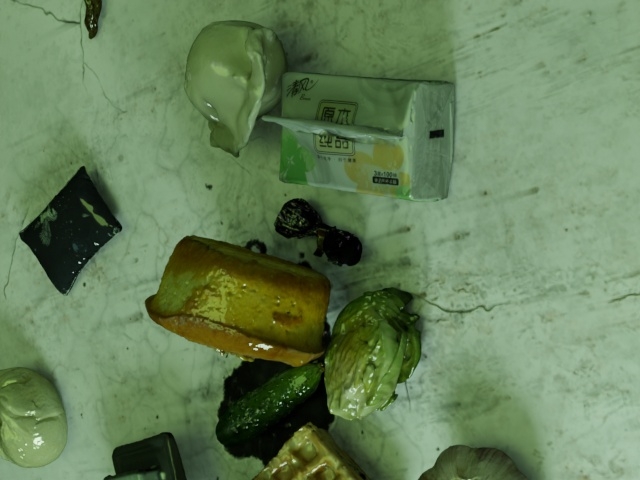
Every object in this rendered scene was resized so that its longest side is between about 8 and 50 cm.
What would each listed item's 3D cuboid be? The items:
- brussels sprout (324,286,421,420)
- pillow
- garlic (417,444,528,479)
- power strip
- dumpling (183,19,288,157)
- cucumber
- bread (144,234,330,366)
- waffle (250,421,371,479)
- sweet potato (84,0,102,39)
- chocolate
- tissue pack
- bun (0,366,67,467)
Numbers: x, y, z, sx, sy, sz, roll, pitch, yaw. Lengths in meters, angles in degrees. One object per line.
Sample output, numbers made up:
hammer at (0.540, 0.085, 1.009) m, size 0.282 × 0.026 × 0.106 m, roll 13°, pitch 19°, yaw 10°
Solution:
brussels sprout at (0.068, 0.157, 1.762) m, size 0.139 × 0.100 × 0.181 m, roll 32°, pitch 115°, yaw 43°
pillow at (-0.419, -0.016, 2.165) m, size 0.208 × 0.055 × 0.141 m, roll -45°, pitch 76°, yaw 34°
garlic at (0.203, 0.337, 1.669) m, size 0.159 × 0.102 × 0.147 m, roll 25°, pitch 97°, yaw 22°
power strip at (-0.279, 0.443, 2.039) m, size 0.251 × 0.092 × 0.257 m, roll -24°, pitch 75°, yaw 51°
dumpling at (-0.119, -0.212, 1.818) m, size 0.258 × 0.147 × 0.193 m, roll 154°, pitch 122°, yaw -69°
cucumber at (-0.074, 0.238, 1.906) m, size 0.227 × 0.069 × 0.069 m, roll -38°, pitch 71°, yaw 32°
bread at (-0.103, 0.084, 1.805) m, size 0.268 × 0.268 × 0.145 m, roll 20°, pitch 96°, yaw 36°
waffle at (-0.047, 0.435, 1.819) m, size 0.308 × 0.091 × 0.213 m, roll -46°, pitch 63°, yaw 5°
sweet potato at (-0.374, -0.404, 2.096) m, size 0.041 × 0.038 × 0.153 m, roll 12°, pitch 112°, yaw 60°
chocolate at (0.002, -0.002, 1.816) m, size 0.147 × 0.072 × 0.070 m, roll 40°, pitch 140°, yaw 34°
tissue pack at (0.044, -0.139, 1.714) m, size 0.229 × 0.145 × 0.159 m, roll 10°, pitch 102°, yaw 38°
bun at (-0.525, 0.308, 2.247) m, size 0.164 × 0.111 × 0.188 m, roll -31°, pitch 79°, yaw 40°
